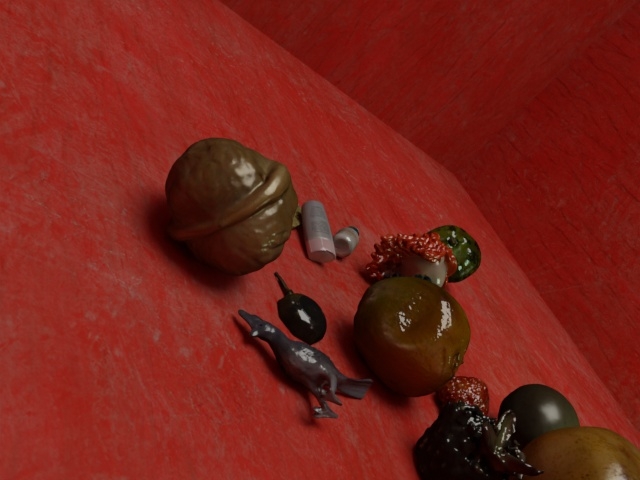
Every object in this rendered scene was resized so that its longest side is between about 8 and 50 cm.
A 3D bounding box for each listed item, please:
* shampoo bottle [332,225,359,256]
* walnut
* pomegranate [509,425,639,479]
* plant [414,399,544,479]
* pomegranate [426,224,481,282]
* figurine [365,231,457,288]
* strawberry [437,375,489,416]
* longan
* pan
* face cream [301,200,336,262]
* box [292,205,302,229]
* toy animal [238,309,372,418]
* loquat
[{"bbox_3d":[0.083,-0.006,2.058,0.074,0.074,0.192,45,21,0],"label":"shampoo bottle"},{"bbox_3d":[-0.186,-0.072,1.419,0.296,0.285,0.285,63,16,-17],"label":"walnut"},{"bbox_3d":[0.611,0.606,1.491,0.417,0.416,0.416,38,22,-18],"label":"pomegranate"},{"bbox_3d":[0.327,0.451,1.467,0.178,0.234,0.204,29,31,-23],"label":"plant"},{"bbox_3d":[0.497,0.053,2.547,0.277,0.204,0.222,11,38,-57],"label":"pomegranate"},{"bbox_3d":[0.287,0.138,2.007,0.306,0.241,0.411,23,39,-28],"label":"figurine"},{"bbox_3d":[0.402,0.425,1.815,0.175,0.107,0.236,50,21,10],"label":"strawberry"},{"bbox_3d":[0.602,0.515,1.872,0.248,0.248,0.248,38,22,-18],"label":"longan"},{"bbox_3d":[-0.057,0.142,1.557,0.202,0.048,0.128,50,22,13],"label":"pan"},{"bbox_3d":[-0.009,-0.025,1.909,0.084,0.057,0.198,9,45,-20],"label":"face cream"},{"bbox_3d":[-0.079,-0.070,1.951,0.073,0.020,0.149,49,21,6],"label":"box"},{"bbox_3d":[-0.004,0.271,1.359,0.367,0.081,0.206,35,12,-25],"label":"toy animal"},{"bbox_3d":[0.215,0.230,1.640,0.284,0.276,0.276,24,17,14],"label":"loquat"}]
